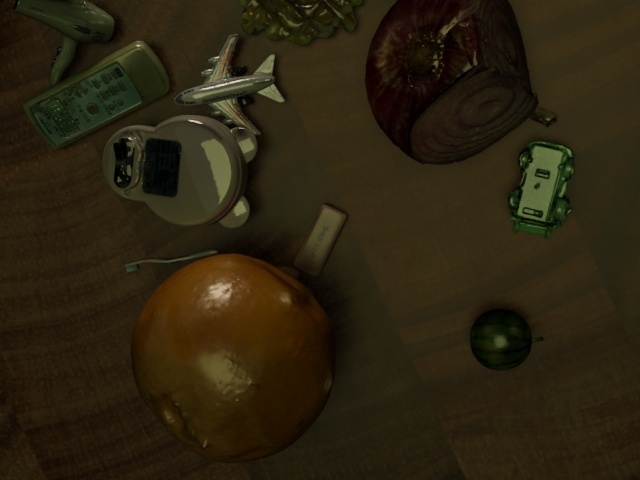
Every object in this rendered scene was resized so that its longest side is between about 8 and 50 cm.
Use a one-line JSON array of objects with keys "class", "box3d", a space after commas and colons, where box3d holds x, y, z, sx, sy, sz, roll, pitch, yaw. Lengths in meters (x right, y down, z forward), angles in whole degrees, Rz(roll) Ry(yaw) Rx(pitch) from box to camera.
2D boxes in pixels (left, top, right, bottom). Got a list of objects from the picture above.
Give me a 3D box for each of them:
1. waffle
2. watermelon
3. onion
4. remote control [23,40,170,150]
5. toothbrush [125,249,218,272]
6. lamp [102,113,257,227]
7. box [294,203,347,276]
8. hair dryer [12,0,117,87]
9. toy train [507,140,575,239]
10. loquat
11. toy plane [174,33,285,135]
[{"class": "waffle", "box3d": [-0.030, -0.416, 1.881, 0.203, 0.054, 0.224, 0, 97, 7]}, {"class": "watermelon", "box3d": [0.289, 0.156, 1.901, 0.108, 0.109, 0.109, 1, 98, 7]}, {"class": "onion", "box3d": [0.184, -0.264, 1.799, 0.256, 0.272, 0.231, -27, 68, 4]}, {"class": "remote control", "box3d": [-0.360, -0.234, 1.946, 0.233, 0.038, 0.098, -25, 119, 11]}, {"class": "toothbrush", "box3d": [-0.246, 0.030, 1.994, 0.162, 0.014, 0.017, -12, 82, 9]}, {"class": "lamp", "box3d": [-0.224, -0.114, 1.922, 0.245, 0.108, 0.180, 9, 95, 8]}, {"class": "box", "box3d": [0.000, 0.000, 1.951, 0.048, 0.025, 0.115, 28, 101, 4]}, {"class": "hair dryer", "box3d": [-0.439, -0.311, 1.918, 0.167, 0.067, 0.199, 29, 111, -38]}, {"class": "toy train", "box3d": [0.342, -0.078, 1.872, 0.099, 0.081, 0.149, 10, 94, 6]}, {"class": "loquat", "box3d": [-0.130, 0.176, 1.845, 0.328, 0.328, 0.329, 1, 98, 7]}, {"class": "toy plane", "box3d": [-0.148, -0.240, 1.916, 0.171, 0.065, 0.162, -11, 97, 11]}]
